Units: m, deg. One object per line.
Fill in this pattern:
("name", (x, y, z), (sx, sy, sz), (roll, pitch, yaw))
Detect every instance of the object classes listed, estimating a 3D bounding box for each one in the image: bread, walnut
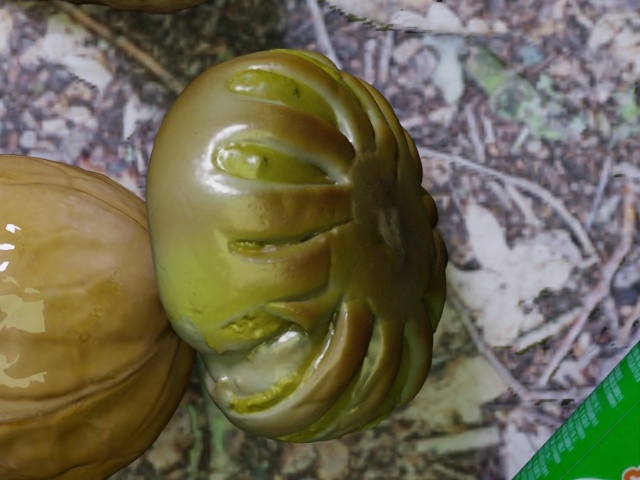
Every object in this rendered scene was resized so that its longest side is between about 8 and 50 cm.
("bread", (0.000, 0.000, 0.772), (0.104, 0.213, 0.213), (-14, 96, 36))
("walnut", (-0.180, 0.047, 0.784), (0.225, 0.193, 0.193), (1, 95, 1))

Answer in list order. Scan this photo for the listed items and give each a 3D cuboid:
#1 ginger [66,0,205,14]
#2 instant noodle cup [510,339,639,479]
("ginger", (-0.130, -0.175, 0.799), (0.193, 0.123, 0.115), (-5, 115, 7))
("instant noodle cup", (0.196, 0.158, 0.792), (0.207, 0.207, 0.232), (45, 103, -3))
